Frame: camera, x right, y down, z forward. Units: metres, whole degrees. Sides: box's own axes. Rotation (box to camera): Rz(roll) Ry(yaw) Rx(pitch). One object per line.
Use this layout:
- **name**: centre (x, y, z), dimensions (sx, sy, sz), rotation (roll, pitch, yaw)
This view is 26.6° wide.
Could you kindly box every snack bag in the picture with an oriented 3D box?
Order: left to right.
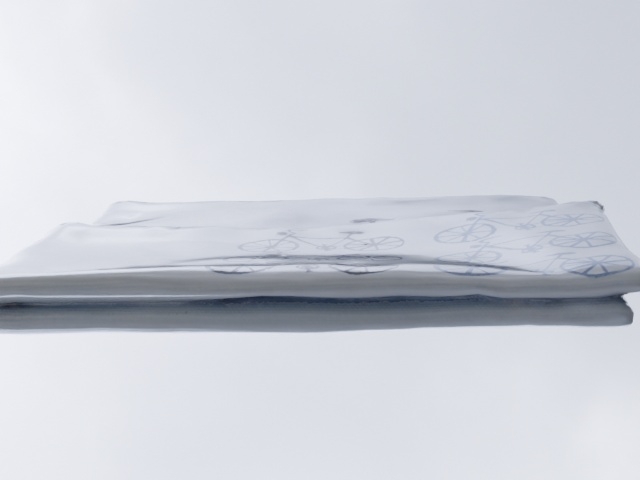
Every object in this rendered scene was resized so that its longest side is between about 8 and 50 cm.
- **snack bag**: centre (0.000, 0.000, 0.756), dimensions (0.323, 0.342, 0.037), rotation (-2, -81, 6)
